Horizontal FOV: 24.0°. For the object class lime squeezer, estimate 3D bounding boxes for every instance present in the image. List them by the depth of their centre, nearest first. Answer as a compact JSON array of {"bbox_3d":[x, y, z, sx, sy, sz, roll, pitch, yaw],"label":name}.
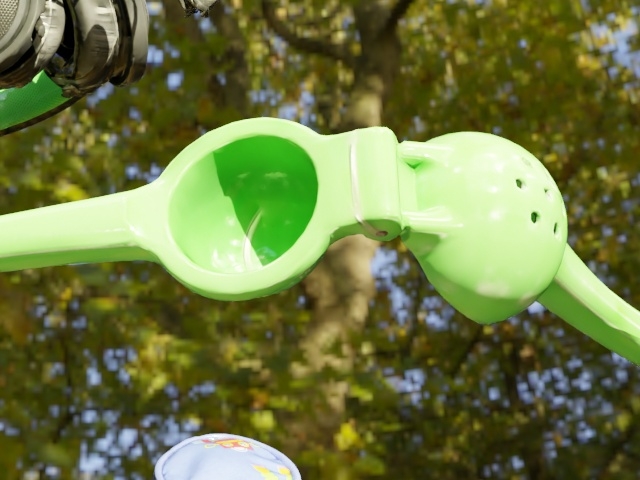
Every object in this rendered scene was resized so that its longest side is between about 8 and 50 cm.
[{"bbox_3d":[0.000,0.000,0.451,0.310,0.059,0.110,5,-14,-18],"label":"lime squeezer"}]

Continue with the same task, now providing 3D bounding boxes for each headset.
[{"bbox_3d":[-0.241,-0.178,1.349,0.394,0.185,0.243,-37,-19,35],"label":"headset"}]

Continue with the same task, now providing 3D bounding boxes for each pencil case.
[{"bbox_3d":[-0.076,0.314,1.230,0.119,0.133,0.306,-22,-59,-47],"label":"pencil case"}]
